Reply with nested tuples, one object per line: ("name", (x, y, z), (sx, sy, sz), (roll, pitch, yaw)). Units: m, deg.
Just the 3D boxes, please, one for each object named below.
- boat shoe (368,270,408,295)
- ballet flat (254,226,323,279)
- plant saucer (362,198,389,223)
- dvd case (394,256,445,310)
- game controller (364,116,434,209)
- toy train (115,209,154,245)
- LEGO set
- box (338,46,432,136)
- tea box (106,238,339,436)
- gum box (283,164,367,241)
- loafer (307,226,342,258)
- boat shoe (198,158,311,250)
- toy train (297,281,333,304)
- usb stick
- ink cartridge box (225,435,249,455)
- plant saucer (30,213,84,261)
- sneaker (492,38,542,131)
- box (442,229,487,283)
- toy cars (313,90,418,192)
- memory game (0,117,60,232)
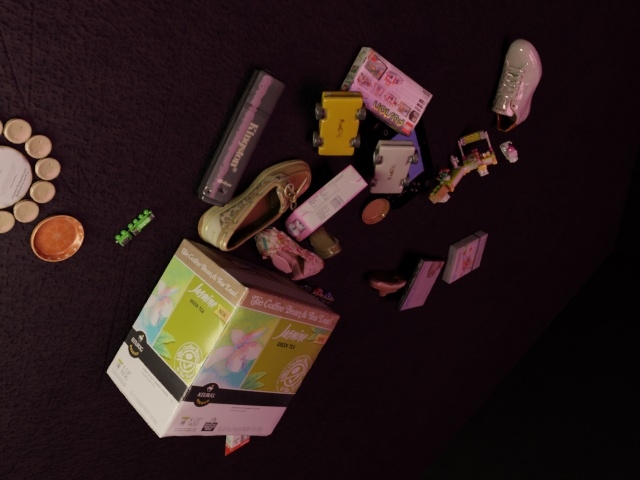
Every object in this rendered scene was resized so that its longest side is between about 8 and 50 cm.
("boat shoe", (0.195, 0.137, 1.733), (0.190, 0.068, 0.072), (7, 122, -51))
("ballet flat", (-0.070, 0.048, 1.337), (0.091, 0.077, 0.241), (-26, 145, 24))
("plant saucer", (0.144, -0.081, 1.538), (0.084, 0.015, 0.083), (-19, 137, -19))
("dvd case", (0.326, 0.137, 1.871), (0.253, 0.022, 0.180), (4, 113, -63))
("game controller", (0.206, -0.216, 1.483), (0.166, 0.067, 0.319), (-46, 141, -15))
("toy train", (-0.332, -0.023, 1.041), (0.083, 0.024, 0.017), (-45, 142, -15))
("LEGO set", (0.419, -0.229, 1.690), (0.287, 0.132, 0.107), (-28, 122, -1))
("box", (0.150, -0.331, 1.303), (0.207, 0.036, 0.114), (26, 96, -34))
("tea box", (-0.190, 0.213, 1.211), (0.329, 0.220, 0.323), (25, 96, -54))
("gum box", (0.007, -0.079, 1.311), (0.188, 0.062, 0.107), (-41, -179, -22))
("loafer", (0.000, 0.000, 1.351), (0.056, 0.148, 0.050), (-33, 116, -15))
("boat shoe", (-0.115, -0.069, 1.201), (0.285, 0.089, 0.104), (-39, 139, -25))
("toy train", (-0.013, 0.138, 1.525), (0.158, 0.027, 0.036), (30, 81, -53))
("usb stick", (-0.151, -0.195, 1.105), (0.077, 0.045, 0.277), (17, 103, -54))
("ink cartridge box", (-0.224, 0.538, 1.570), (0.063, 0.029, 0.115), (-19, 128, -41))
("plant saucer", (-0.431, -0.005, 0.949), (0.084, 0.013, 0.083), (-30, 136, -34))
("sneaker", (0.570, -0.441, 1.701), (0.123, 0.106, 0.290), (-43, 143, -23))
("box", (0.514, 0.056, 2.059), (0.186, 0.038, 0.145), (-21, 130, -37))
("toy cars", (0.103, -0.228, 1.301), (0.394, 0.177, 0.087), (30, 49, -45))
("memory game", (-0.472, -0.094, 0.839), (0.186, 0.012, 0.186), (-29, 134, -34))
